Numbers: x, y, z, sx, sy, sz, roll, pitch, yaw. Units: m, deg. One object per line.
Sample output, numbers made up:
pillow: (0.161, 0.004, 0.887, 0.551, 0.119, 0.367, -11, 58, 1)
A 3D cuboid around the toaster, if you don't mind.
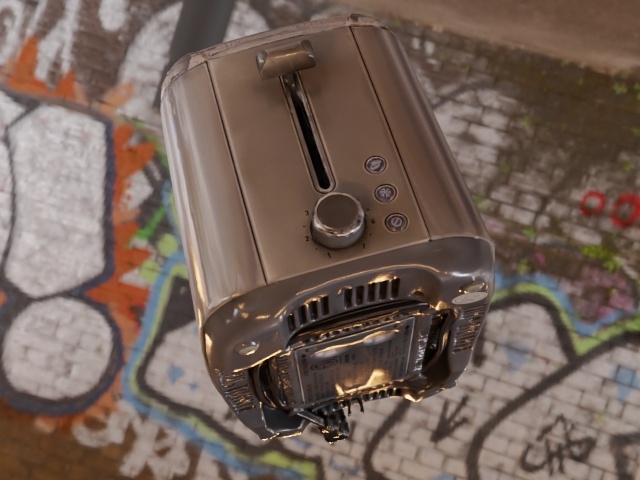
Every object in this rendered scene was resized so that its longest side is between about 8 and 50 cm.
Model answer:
toaster: (0.000, 0.000, 0.474, 0.129, 0.146, 0.227, -15, 156, -3)
